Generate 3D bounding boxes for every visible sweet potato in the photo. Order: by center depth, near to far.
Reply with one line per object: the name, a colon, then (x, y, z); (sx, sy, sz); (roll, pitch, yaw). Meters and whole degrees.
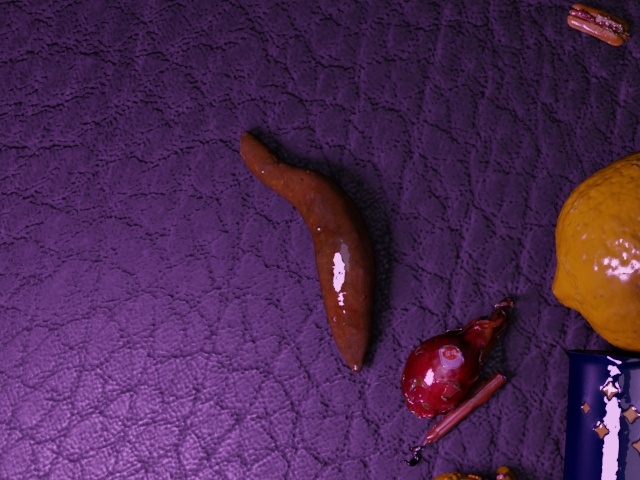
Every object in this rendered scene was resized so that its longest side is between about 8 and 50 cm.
sweet potato: (0.004, -0.006, 1.862); (0.108, 0.079, 0.346); (-30, 78, 17)

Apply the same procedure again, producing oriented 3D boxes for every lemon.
lemon: (0.418, 0.006, 1.714); (0.310, 0.253, 0.253); (-16, 83, 11)

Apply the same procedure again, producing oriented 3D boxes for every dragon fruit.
dragon fruit: (0.170, 0.138, 1.823); (0.094, 0.094, 0.190); (40, 86, 9)

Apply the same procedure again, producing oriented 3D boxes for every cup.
cup: (0.406, 0.263, 1.715); (0.255, 0.178, 0.256); (1, 87, 35)

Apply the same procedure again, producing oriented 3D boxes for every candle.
candle: (0.167, 0.223, 1.848); (0.167, 0.021, 0.026); (-43, 55, 4)

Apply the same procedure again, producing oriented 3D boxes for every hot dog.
hot dog: (0.353, -0.274, 1.862); (0.083, 0.021, 0.037); (22, 90, 10)

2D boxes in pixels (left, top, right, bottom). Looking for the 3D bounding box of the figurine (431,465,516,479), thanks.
figurine: (0.172, 0.321, 1.817); (0.156, 0.115, 0.094); (-9, 118, 26)
